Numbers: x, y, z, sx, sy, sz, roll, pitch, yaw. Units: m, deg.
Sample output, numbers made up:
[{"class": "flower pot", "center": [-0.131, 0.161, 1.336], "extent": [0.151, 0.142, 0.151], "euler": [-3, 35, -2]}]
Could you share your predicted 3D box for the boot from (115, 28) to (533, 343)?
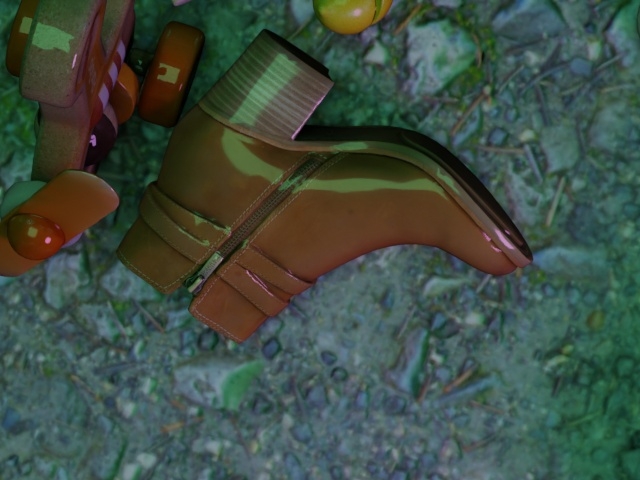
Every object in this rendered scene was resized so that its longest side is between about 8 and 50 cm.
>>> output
[{"class": "boot", "center": [0.000, 0.000, 1.246], "extent": [0.283, 0.109, 0.220], "euler": [33, 103, -10]}]

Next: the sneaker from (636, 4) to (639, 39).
[{"class": "sneaker", "center": [0.373, -0.220, 1.199], "extent": [0.290, 0.123, 0.106], "euler": [-27, 90, 6]}]

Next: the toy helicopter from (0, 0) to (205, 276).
[{"class": "toy helicopter", "center": [-0.181, -0.091, 1.130], "extent": [0.140, 0.355, 0.235], "euler": [19, 81, -3]}]

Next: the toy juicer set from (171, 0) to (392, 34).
[{"class": "toy juicer set", "center": [-0.020, -0.258, 1.246], "extent": [0.329, 0.089, 0.209], "euler": [-5, 88, -5]}]
